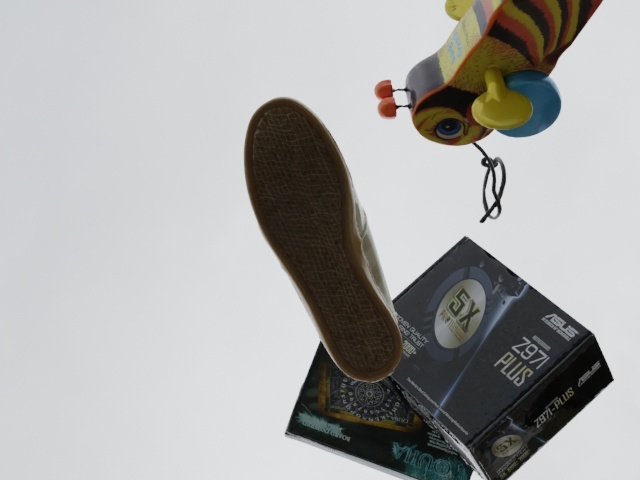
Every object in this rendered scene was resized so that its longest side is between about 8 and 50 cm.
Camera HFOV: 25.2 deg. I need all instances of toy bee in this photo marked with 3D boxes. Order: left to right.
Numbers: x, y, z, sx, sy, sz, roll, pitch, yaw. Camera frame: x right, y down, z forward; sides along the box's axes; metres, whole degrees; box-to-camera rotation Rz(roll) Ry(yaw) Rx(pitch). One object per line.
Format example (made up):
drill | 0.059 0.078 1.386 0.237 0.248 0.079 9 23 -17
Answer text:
toy bee | 0.141 -0.142 1.327 0.162 0.195 0.298 7 -67 -15

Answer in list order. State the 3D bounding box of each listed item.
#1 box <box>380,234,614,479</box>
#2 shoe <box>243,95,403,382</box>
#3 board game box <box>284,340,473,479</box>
box | 0.142 0.105 1.274 0.147 0.180 0.077 -41 -44 -8
shoe | 0.000 0.000 1.056 0.076 0.058 0.219 -20 -88 3
board game box | 0.072 0.166 1.409 0.026 0.186 0.126 88 -157 -68
